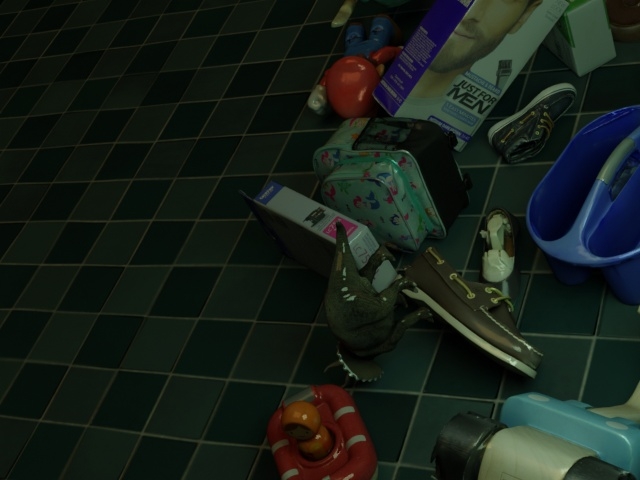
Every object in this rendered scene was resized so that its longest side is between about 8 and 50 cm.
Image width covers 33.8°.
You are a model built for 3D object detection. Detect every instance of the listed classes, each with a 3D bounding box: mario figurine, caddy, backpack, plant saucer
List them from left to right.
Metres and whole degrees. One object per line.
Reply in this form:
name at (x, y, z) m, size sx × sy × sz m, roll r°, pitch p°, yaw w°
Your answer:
mario figurine at (0.092, -0.337, 2.205) m, size 0.198 × 0.170 × 0.321 m, roll -49°, pitch 15°, yaw 38°
backpack at (0.108, -0.101, 1.851) m, size 0.253 × 0.225 × 0.191 m, roll 14°, pitch 52°, yaw 44°
caddy at (0.472, -0.069, 1.633) m, size 0.241 × 0.179 × 0.341 m, roll 19°, pitch 61°, yaw 41°
plant saucer at (0.604, -0.459, 2.017) m, size 0.168 × 0.029 × 0.169 m, roll -16°, pitch 60°, yaw 30°

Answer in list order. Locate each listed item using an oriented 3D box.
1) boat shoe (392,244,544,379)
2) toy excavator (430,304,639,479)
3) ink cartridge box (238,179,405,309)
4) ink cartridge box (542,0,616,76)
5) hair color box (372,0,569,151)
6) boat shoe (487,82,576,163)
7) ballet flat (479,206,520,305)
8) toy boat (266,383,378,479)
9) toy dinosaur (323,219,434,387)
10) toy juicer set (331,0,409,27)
boat shoe at (0.238, 0.105, 1.641) m, size 0.097 × 0.116 × 0.324 m, roll -51°, pitch 37°, yaw -1°
toy excavator at (0.354, 0.276, 1.350) m, size 0.222 × 0.445 × 0.433 m, roll 15°, pitch 100°, yaw 39°
ink cartridge box at (0.000, 0.000, 1.840) m, size 0.311 × 0.186 × 0.065 m, roll 25°, pitch 67°, yaw 44°
ink cartridge box at (0.466, -0.435, 2.021) m, size 0.086 × 0.153 × 0.208 m, roll -29°, pitch 41°, yaw -1°
hair color box at (0.272, -0.349, 1.924) m, size 0.339 × 0.185 × 0.110 m, roll -56°, pitch 37°, yaw 17°
boat shoe at (0.398, -0.208, 1.908) m, size 0.183 × 0.065 × 0.083 m, roll -34°, pitch 43°, yaw 5°
ballet flat at (0.291, 0.023, 1.732) m, size 0.074 × 0.074 × 0.203 m, roll -9°, pitch 46°, yaw 24°
toy boat at (-0.011, 0.297, 1.576) m, size 0.151 × 0.151 × 0.231 m, roll -29°, pitch 40°, yaw 3°
toy dinosaur at (0.069, 0.110, 1.610) m, size 0.160 × 0.314 × 0.121 m, roll -38°, pitch 48°, yaw -16°
toy juicer set at (0.152, -0.576, 2.351) m, size 0.329 × 0.090 × 0.209 m, roll -21°, pitch 22°, yaw -2°
